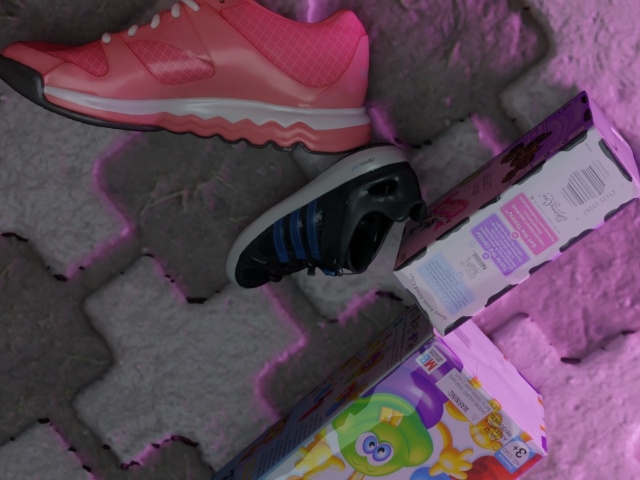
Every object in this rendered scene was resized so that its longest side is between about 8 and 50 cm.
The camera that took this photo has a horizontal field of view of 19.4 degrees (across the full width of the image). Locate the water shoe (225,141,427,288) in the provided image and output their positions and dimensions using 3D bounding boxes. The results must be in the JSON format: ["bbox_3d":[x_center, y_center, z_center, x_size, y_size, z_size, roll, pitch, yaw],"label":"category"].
[{"bbox_3d":[0.000,0.000,1.549,0.203,0.073,0.080,-39,67,33],"label":"water shoe"}]

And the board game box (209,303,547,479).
[{"bbox_3d":[0.042,0.193,1.590,0.275,0.144,0.142,-41,98,14],"label":"board game box"}]

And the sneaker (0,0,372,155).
[{"bbox_3d":[-0.108,-0.154,1.547,0.314,0.116,0.136,7,95,-4],"label":"sneaker"}]

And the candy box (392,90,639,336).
[{"bbox_3d":[0.158,-0.024,1.512,0.196,0.165,0.070,-37,98,13],"label":"candy box"}]
